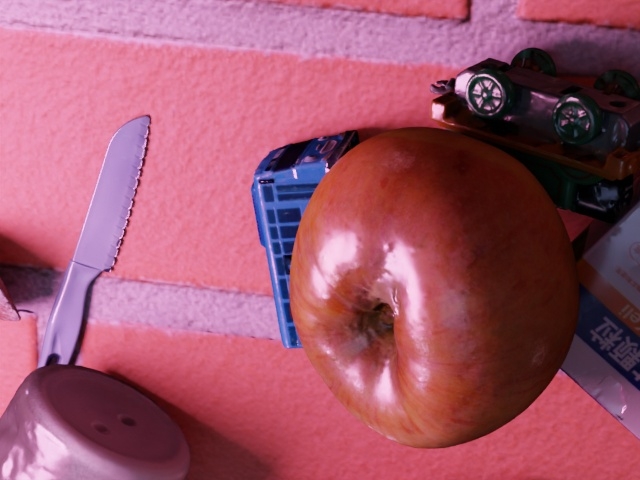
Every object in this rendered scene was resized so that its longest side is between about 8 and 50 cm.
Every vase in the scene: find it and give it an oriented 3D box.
[{"bbox_3d":[-0.271,0.277,1.719,0.245,0.245,0.291,29,109,1],"label":"vase"}]

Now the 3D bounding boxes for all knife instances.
[{"bbox_3d":[-0.219,0.017,1.714,0.044,0.019,0.313,19,114,-3],"label":"knife"}]

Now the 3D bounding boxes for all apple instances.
[{"bbox_3d":[0.094,0.038,1.459,0.261,0.194,0.260,23,130,31],"label":"apple"}]

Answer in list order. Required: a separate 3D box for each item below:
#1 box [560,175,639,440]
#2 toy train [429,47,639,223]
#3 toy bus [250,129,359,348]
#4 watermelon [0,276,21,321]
[{"bbox_3d":[0.340,0.025,1.532,0.200,0.106,0.299,42,113,-3],"label":"box"},{"bbox_3d":[0.188,-0.081,1.506,0.228,0.091,0.136,22,120,28],"label":"toy train"},{"bbox_3d":[0.000,0.000,1.614,0.106,0.090,0.184,-3,111,17],"label":"toy bus"},{"bbox_3d":[-0.361,0.031,1.728,0.180,0.081,0.094,20,132,22],"label":"watermelon"}]
